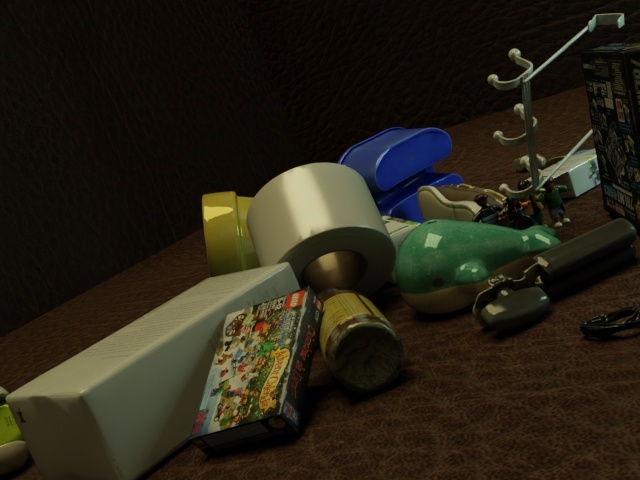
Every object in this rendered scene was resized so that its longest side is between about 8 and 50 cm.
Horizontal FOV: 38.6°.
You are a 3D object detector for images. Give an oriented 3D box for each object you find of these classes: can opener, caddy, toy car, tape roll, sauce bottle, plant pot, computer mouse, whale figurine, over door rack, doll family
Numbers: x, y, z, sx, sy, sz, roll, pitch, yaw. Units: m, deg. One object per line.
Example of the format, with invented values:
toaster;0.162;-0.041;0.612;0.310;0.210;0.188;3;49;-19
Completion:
can opener;0.346;0.058;1.331;0.280;0.074;0.093;-26;45;-14
caddy;0.177;-0.135;2.171;0.341;0.241;0.179;-29;17;-36
toy car;-0.589;0.353;1.587;0.182;0.159;0.136;-25;-26;-14
tape roll;0.000;0.000;1.690;0.246;0.246;0.169;-22;51;0
sauce bottle;0.045;0.136;1.401;0.111;0.111;0.344;-22;9;-2
plant pot;-0.155;-0.004;2.232;0.239;0.254;0.254;-8;10;-3
computer mouse;0.391;0.104;1.061;0.071;0.041;0.242;-28;5;-21
whale figurine;0.250;0.018;1.487;0.272;0.141;0.216;-19;10;14
over door rack;0.429;-0.251;1.684;0.324;0.239;0.108;-32;36;-28
doll family;0.370;-0.057;1.711;0.193;0.111;0.076;-26;11;-19

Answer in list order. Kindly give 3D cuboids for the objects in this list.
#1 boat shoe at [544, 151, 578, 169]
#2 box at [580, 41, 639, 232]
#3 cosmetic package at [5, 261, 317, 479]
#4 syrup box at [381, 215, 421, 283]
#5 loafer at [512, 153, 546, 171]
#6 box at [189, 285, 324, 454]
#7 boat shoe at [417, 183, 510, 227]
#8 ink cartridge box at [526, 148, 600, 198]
boat shoe;0.577;-0.169;2.042;0.152;0.056;0.049;0;17;40
box;0.506;-0.170;1.486;0.073;0.293;0.295;-13;10;6
cosmetic package;-0.237;0.206;1.475;0.230;0.161;0.453;-12;13;45
syrup box;0.139;0.015;1.869;0.093;0.096;0.237;-22;11;-11
loafer;0.534;-0.199;2.309;0.039;0.045;0.125;-19;6;-20
box;-0.088;0.183;1.311;0.159;0.044;0.233;-22;36;29
boat shoe;0.299;-0.065;1.911;0.097;0.116;0.324;-20;13;-13
ink cartridge box;0.528;-0.135;1.921;0.181;0.061;0.104;-26;10;-26
